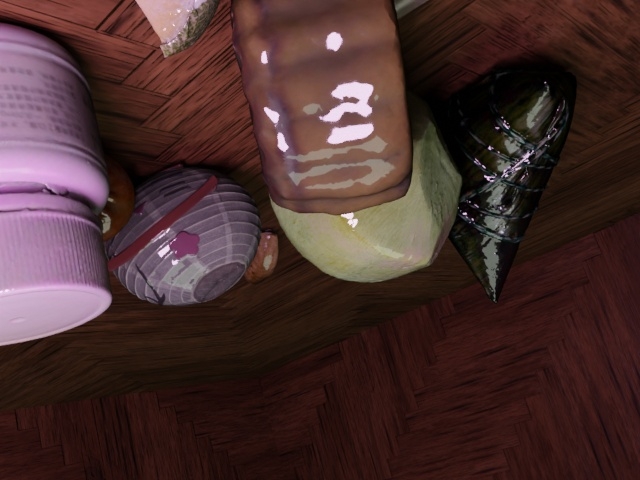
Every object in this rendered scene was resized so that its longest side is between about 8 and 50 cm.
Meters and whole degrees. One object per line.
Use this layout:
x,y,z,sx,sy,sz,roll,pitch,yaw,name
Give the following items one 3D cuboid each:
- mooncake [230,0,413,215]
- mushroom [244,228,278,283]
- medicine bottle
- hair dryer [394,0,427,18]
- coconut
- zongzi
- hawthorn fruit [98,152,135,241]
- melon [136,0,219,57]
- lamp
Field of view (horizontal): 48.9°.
0.000,-0.168,0.782,0.161,0.290,0.290,-11,163,-1,mooncake
-0.147,0.048,1.663,0.072,0.094,0.210,-13,167,-21,mushroom
-0.356,-0.054,0.773,0.241,0.302,0.241,-15,163,-5,medicine bottle
0.108,-0.337,0.745,0.195,0.053,0.220,-26,160,31,hair dryer
0.075,-0.092,1.072,0.281,0.328,0.328,3,156,-25,coconut
0.302,-0.093,1.197,0.383,0.362,0.319,-31,176,35,zongzi
-0.364,-0.072,1.047,0.149,0.149,0.189,1,-164,-44,hawthorn fruit
-0.147,-0.246,0.710,0.093,0.139,0.202,10,161,-7,melon
-0.232,-0.010,1.171,0.265,0.233,0.233,-40,166,-11,lamp
